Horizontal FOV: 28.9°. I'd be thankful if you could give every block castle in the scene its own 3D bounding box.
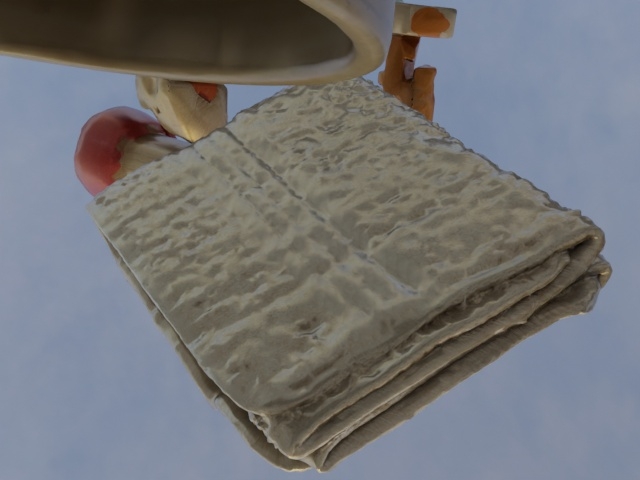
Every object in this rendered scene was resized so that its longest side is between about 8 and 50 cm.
[{"bbox_3d":[-0.048,-0.243,1.063,0.213,0.303,0.453,19,-74,50],"label":"block castle"}]

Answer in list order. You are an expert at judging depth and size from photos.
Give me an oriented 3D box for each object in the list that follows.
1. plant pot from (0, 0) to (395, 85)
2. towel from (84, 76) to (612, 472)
[{"bbox_3d":[-0.113,-0.216,0.375,0.323,0.323,0.280,11,-90,21],"label":"plant pot"},{"bbox_3d":[0.000,0.000,0.642,0.187,0.049,0.282,-30,-145,-11],"label":"towel"}]
